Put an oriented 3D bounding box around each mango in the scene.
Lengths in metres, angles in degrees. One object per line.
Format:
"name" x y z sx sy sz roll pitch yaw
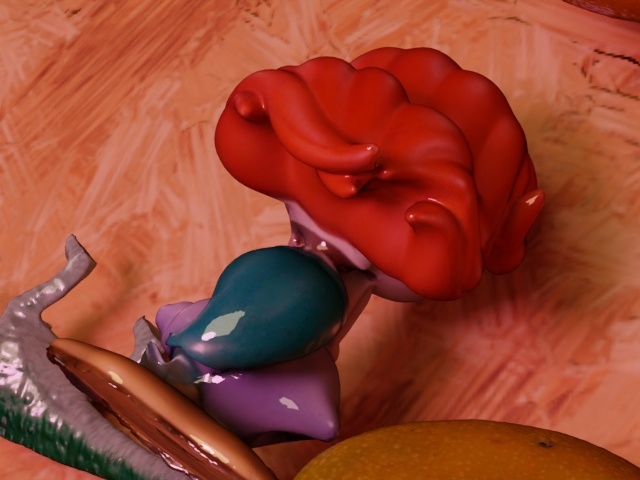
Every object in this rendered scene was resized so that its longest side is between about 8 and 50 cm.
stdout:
"mango" 0.091 0.149 0.801 0.227 0.099 0.136 22 61 10

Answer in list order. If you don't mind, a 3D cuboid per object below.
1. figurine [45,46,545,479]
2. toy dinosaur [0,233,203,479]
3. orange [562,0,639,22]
"figurine" 0.007 0.006 0.904 0.181 0.208 0.257 20 69 51
"toy dinosaur" -0.126 0.070 1.048 0.383 0.076 0.129 14 75 41
"orange" 0.199 -0.226 0.976 0.240 0.171 0.240 -11 62 21
